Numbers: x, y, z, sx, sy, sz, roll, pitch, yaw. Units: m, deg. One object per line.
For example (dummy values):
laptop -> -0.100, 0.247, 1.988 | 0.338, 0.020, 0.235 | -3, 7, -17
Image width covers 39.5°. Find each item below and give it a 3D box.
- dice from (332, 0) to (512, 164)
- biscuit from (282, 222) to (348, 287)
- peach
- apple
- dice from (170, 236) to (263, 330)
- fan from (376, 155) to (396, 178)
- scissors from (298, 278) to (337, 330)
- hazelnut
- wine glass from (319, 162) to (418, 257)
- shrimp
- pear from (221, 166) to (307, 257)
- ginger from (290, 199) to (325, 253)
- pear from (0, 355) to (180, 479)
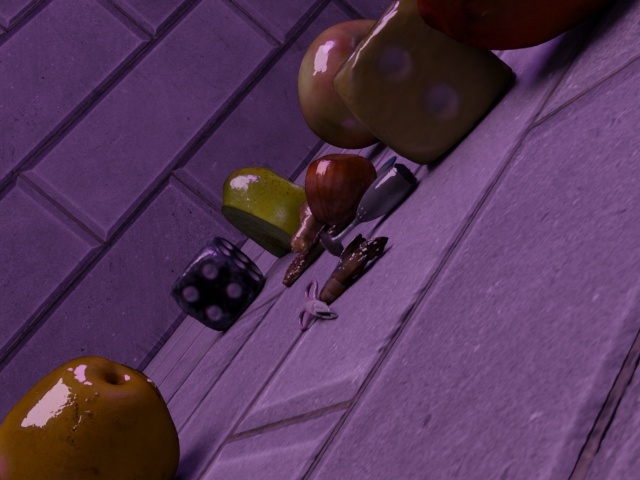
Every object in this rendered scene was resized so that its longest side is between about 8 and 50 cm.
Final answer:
dice -> 0.172, -0.288, 1.546 | 0.227, 0.233, 0.238 | -48, 7, 19
biscuit -> 0.000, 0.000, 1.921 | 0.231, 0.025, 0.131 | -48, 8, 15
peach -> 0.299, -0.439, 1.289 | 0.373, 0.290, 0.372 | -17, 42, 16
apple -> 0.090, -0.394, 2.305 | 0.319, 0.319, 0.277 | -54, 0, -30
dice -> -0.266, 0.112, 2.309 | 0.183, 0.182, 0.181 | -49, 9, 9
fan -> 0.114, -0.132, 1.986 | 0.113, 0.005, 0.175 | -54, 9, -33
scissors -> -0.005, 0.106, 1.387 | 0.176, 0.022, 0.085 | -175, 101, -75
hazelnut -> 0.041, -0.103, 1.801 | 0.150, 0.150, 0.150 | -48, 7, 8
wine glass -> 0.083, -0.054, 1.555 | 0.198, 0.066, 0.066 | -45, 9, 27
shrimp -> 0.060, 0.023, 1.434 | 0.195, 0.035, 0.148 | -47, 5, 39
pear -> -0.130, -0.089, 2.307 | 0.159, 0.292, 0.292 | -61, 10, -15
ginger -> -0.022, -0.044, 1.896 | 0.096, 0.067, 0.165 | 11, 56, 53
pear -> -0.380, 0.351, 1.418 | 0.336, 0.285, 0.285 | -47, 8, 10
